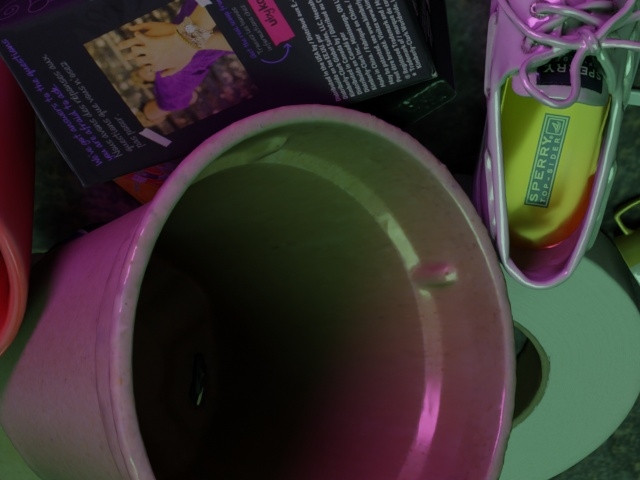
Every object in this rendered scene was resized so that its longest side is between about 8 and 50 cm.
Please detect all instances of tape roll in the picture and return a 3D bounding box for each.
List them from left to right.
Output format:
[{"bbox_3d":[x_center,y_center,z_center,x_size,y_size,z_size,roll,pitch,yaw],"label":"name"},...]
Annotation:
[{"bbox_3d":[0.106,0.108,1.142,0.392,0.072,0.392,-1,131,-1],"label":"tape roll"}]

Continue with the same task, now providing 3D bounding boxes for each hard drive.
[{"bbox_3d":[0.054,-0.128,0.910,0.094,0.135,0.022,-30,123,25],"label":"hard drive"}]

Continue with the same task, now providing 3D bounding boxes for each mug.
[{"bbox_3d":[0.297,0.005,1.068,0.064,0.062,0.078,-31,130,15],"label":"mug"}]

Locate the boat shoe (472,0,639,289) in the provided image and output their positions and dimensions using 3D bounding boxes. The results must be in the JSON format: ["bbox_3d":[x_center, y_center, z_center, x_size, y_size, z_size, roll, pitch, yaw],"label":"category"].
[{"bbox_3d":[0.169,-0.131,0.849,0.135,0.156,0.367,7,115,-1],"label":"boat shoe"}]

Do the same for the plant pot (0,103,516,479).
[{"bbox_3d":[-0.081,0.091,0.898,0.334,0.334,0.305,41,150,-28],"label":"plant pot"}]

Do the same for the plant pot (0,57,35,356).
[{"bbox_3d":[-0.333,-0.059,0.910,0.275,0.243,0.275,1,131,1],"label":"plant pot"}]

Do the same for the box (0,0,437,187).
[{"bbox_3d":[-0.069,-0.171,0.858,0.270,0.165,0.143,-15,128,15],"label":"box"}]

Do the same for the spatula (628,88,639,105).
[{"bbox_3d":[0.274,-0.160,0.955,0.242,0.019,0.168,6,129,-3],"label":"spatula"}]

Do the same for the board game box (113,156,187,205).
[{"bbox_3d":[-0.119,-0.068,1.038,0.103,0.026,0.154,-35,121,26],"label":"board game box"}]

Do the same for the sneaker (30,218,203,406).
[{"bbox_3d":[-0.142,0.108,1.105,0.146,0.102,0.293,-35,114,-25],"label":"sneaker"}]
